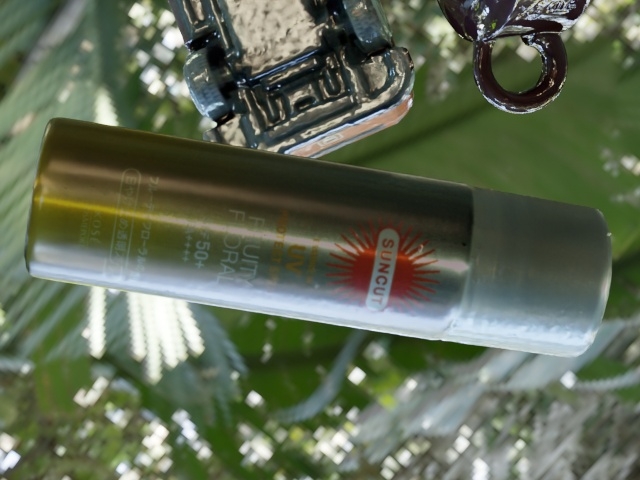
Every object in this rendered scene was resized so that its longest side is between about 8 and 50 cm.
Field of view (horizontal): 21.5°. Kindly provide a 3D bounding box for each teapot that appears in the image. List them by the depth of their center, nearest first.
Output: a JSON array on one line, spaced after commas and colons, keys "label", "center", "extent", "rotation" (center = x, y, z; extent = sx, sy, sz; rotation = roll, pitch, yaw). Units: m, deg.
[{"label": "teapot", "center": [0.061, -0.087, 0.491], "extent": [0.045, 0.100, 0.068], "rotation": [-6, -172, -17]}]

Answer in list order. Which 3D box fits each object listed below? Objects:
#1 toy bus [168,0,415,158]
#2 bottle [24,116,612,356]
[{"label": "toy bus", "center": [-0.037, -0.171, 0.963], "extent": [0.120, 0.121, 0.265], "rotation": [26, -138, -75]}, {"label": "bottle", "center": [0.000, 0.000, 0.846], "extent": [0.286, 0.082, 0.082], "rotation": [9, -148, -6]}]
